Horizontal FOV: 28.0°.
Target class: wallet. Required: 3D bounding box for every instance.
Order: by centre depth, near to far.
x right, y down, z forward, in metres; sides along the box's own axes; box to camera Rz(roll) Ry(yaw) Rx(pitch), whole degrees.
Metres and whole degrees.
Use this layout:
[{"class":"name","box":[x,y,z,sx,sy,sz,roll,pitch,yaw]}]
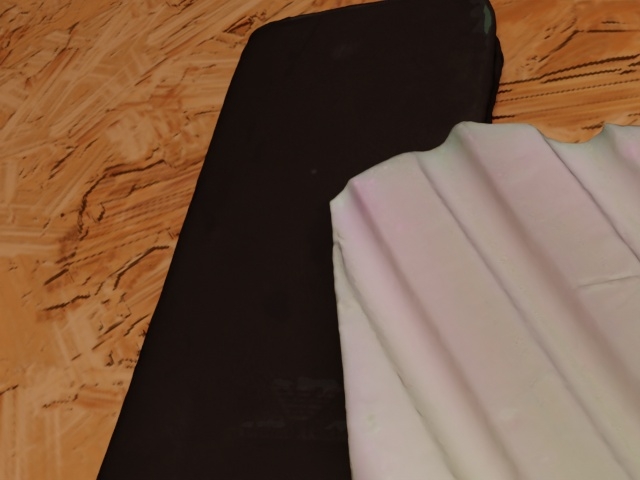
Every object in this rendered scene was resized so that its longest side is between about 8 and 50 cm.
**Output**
[{"class":"wallet","box":[0.000,0.000,0.754,0.197,0.051,0.377,-3,51,23]}]

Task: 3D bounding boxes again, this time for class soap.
[{"class":"soap","box":[0.126,0.098,0.522,0.208,0.115,0.347,-27,49,-3]}]
